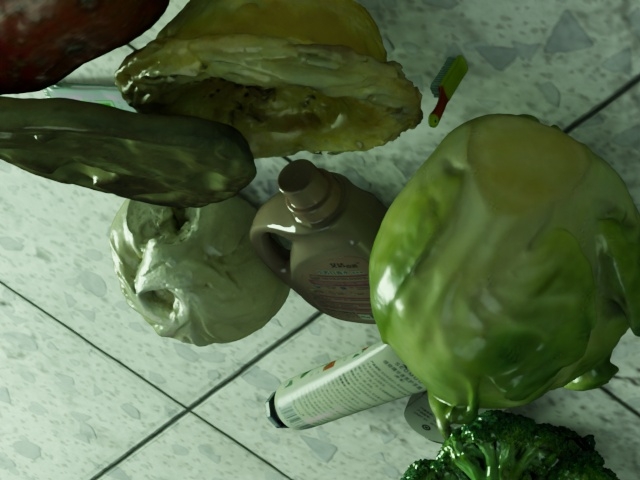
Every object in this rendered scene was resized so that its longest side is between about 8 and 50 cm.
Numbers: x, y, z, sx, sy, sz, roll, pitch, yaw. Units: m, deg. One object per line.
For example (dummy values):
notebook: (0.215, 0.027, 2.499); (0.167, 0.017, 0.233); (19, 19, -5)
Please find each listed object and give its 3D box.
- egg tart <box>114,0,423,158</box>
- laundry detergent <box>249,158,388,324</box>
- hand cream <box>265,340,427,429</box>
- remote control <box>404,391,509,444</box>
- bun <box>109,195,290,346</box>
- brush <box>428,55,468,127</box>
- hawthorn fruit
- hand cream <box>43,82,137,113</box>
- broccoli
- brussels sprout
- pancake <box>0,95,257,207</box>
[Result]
egg tart: (-0.040, -0.150, 1.621); (0.288, 0.118, 0.288); (8, 171, 1)
laundry detergent: (0.000, 0.000, 1.830); (0.171, 0.076, 0.237); (0, 151, 35)
hand cream: (0.036, 0.158, 2.046); (0.095, 0.059, 0.276); (38, 143, -23)
remote control: (0.169, 0.160, 2.012); (0.077, 0.022, 0.245); (36, 143, -9)
bun: (-0.134, 0.027, 1.942); (0.178, 0.128, 0.193); (-1, 133, 33)
brush: (0.107, -0.130, 1.648); (0.021, 0.083, 0.019); (2, 138, 31)
hawthorn fruit: (-0.257, -0.248, 1.584); (0.262, 0.258, 0.258); (-2, 143, -10)
hand cream: (-0.159, -0.122, 1.853); (0.275, 0.050, 0.079); (5, 111, 32)
broccoli: (0.193, 0.327, 1.995); (0.254, 0.269, 0.269); (24, 143, -6)
brussels sprout: (0.176, 0.035, 1.665); (0.227, 0.259, 0.294); (40, 148, 38)
pancake: (-0.188, -0.081, 1.637); (0.294, 0.049, 0.294); (7, 170, 1)
